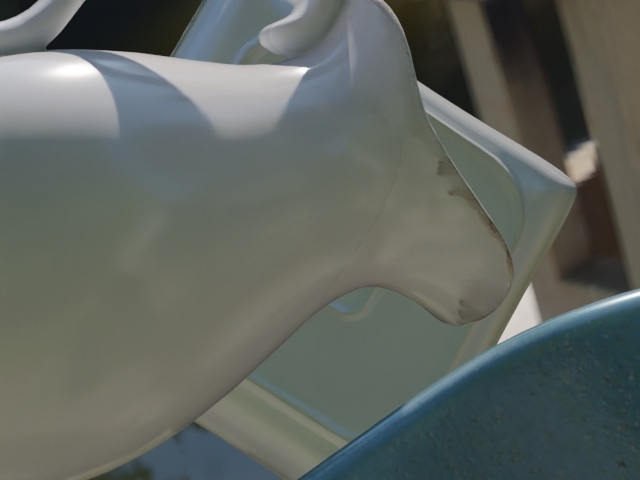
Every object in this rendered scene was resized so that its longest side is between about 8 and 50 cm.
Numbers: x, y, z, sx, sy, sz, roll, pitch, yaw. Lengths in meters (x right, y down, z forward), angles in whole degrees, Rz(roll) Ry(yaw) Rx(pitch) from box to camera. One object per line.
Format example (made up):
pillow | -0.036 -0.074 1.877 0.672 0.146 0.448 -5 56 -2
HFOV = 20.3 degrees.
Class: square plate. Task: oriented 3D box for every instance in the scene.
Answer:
square plate | 0.000 0.000 1.375 0.344 0.347 0.049 -60 11 -19

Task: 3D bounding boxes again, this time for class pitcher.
pitcher | -0.064 -0.026 0.534 0.207 0.177 0.125 -19 2 -23

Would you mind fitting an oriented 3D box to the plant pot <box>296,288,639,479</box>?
plant pot | 0.164 0.151 0.884 0.252 0.248 0.247 -43 -19 12
